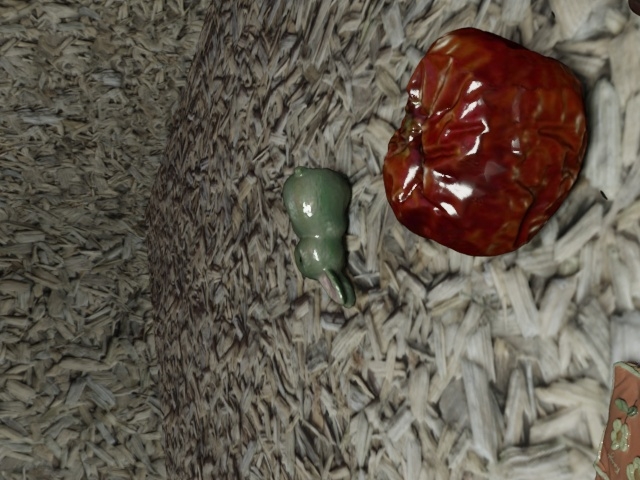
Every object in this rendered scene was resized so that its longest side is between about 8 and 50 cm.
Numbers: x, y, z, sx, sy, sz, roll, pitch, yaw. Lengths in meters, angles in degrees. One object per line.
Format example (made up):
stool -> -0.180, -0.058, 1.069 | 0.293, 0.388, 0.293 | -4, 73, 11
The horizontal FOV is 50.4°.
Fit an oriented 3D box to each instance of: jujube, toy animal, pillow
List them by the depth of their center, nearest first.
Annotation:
pillow -> 0.279, 0.235, 0.613 | 0.126, 0.043, 0.232 | -87, 6, -78
jujube -> 0.179, -0.107, 0.763 | 0.213, 0.213, 0.232 | 52, 126, 55
toy animal -> -0.003, 0.000, 1.196 | 0.125, 0.127, 0.251 | -31, 61, 56

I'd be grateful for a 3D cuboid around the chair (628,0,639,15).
chair -> 0.343, -0.244, 0.416 | 0.226, 0.227, 0.401 | 58, 136, 52
